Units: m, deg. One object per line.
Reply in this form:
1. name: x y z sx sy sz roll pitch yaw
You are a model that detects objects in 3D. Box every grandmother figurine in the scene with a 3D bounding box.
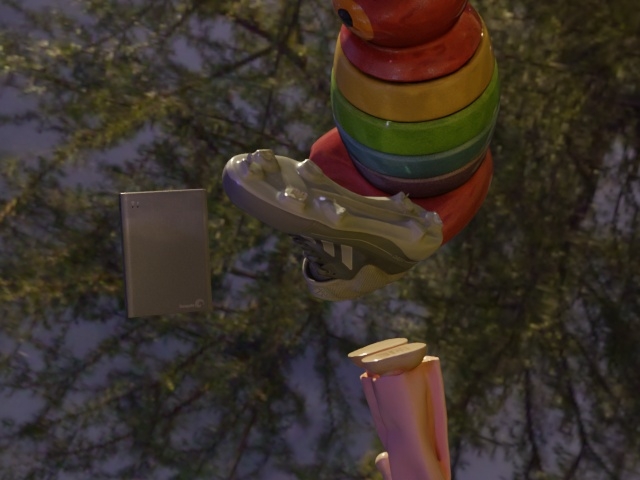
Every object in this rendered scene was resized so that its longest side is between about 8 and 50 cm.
1. grandmother figurine: 0.121 0.289 1.134 0.208 0.104 0.342 -160 56 -85

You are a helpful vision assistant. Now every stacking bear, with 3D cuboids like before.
1. stacking bear: 0.076 -0.152 0.863 0.164 0.175 0.289 -32 -35 -16

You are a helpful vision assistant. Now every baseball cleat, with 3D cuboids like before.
1. baseball cleat: 0.000 0.000 0.741 0.206 0.072 0.109 16 -52 -35

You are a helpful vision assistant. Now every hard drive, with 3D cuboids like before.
1. hard drive: -0.169 0.013 1.084 0.094 0.022 0.135 -4 -85 -21
